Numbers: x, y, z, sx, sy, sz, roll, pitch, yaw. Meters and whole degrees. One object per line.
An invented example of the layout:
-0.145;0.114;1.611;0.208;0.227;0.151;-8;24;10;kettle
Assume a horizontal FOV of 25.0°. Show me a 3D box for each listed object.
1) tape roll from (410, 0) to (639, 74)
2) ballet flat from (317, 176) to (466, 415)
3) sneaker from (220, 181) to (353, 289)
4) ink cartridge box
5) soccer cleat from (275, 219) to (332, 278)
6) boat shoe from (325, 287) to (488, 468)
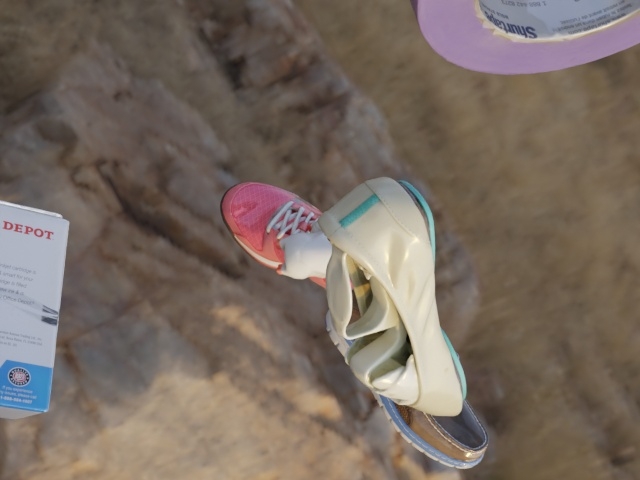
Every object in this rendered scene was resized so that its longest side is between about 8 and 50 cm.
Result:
0.129;-0.172;0.746;0.189;0.189;0.080;31;37;-57;tape roll
0.047;0.059;1.050;0.086;0.086;0.248;-93;170;-47;ballet flat
0.001;0.000;2.010;0.314;0.116;0.136;33;-20;10;sneaker
-0.322;0.063;1.353;0.140;0.082;0.190;14;70;-31;ink cartridge box
0.012;0.011;1.586;0.196;0.076;0.068;-22;109;-72;soccer cleat
0.081;0.113;1.223;0.183;0.066;0.066;46;43;5;boat shoe
